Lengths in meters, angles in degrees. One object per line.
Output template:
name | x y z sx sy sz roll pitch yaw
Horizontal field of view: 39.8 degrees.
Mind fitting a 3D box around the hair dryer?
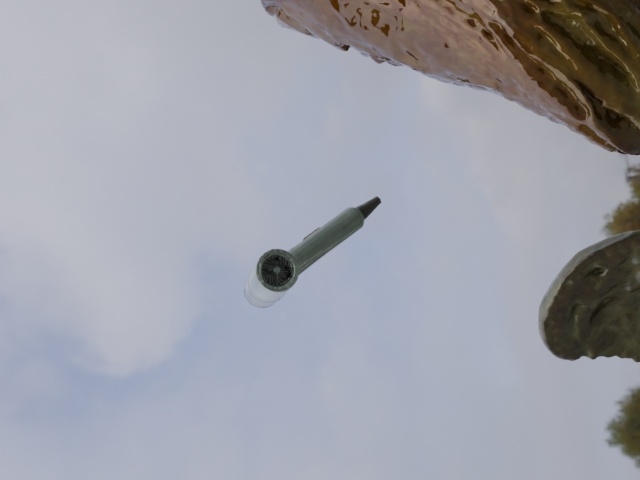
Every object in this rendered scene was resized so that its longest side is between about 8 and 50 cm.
hair dryer | 0.003 -0.002 0.894 0.044 0.183 0.155 52 168 1

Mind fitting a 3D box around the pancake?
pancake | 0.345 0.060 0.937 0.222 0.236 0.042 80 -179 -45

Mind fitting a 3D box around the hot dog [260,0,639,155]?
hot dog | 0.097 -0.146 0.513 0.196 0.272 0.122 -22 -50 -44
